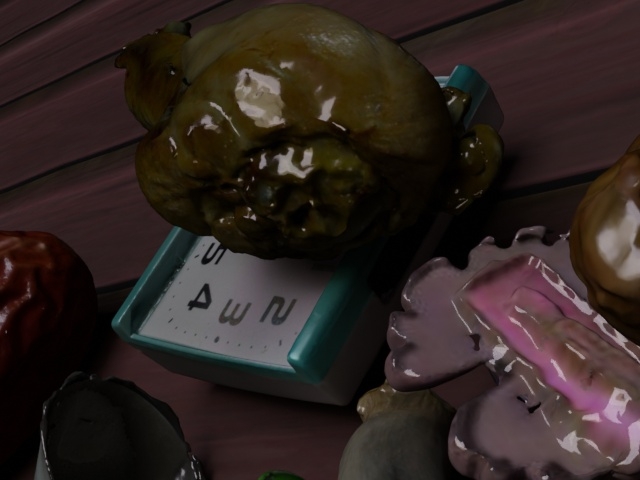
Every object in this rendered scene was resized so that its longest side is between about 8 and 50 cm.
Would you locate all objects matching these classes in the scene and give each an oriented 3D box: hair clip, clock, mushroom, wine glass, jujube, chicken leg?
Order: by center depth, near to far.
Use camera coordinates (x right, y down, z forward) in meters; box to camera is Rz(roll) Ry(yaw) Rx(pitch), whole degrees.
[{"bbox_3d":[0.160,0.084,0.541,0.173,0.069,0.300,-24,33,-20],"label":"hair clip"},{"bbox_3d":[0.058,0.162,0.565,0.096,0.099,0.278,-6,28,-9],"label":"mushroom"},{"bbox_3d":[-0.057,-0.097,0.794,0.201,0.153,0.429,-35,26,-12],"label":"chicken leg"},{"bbox_3d":[-0.211,0.213,0.796,0.232,0.156,0.156,-37,31,23],"label":"wine glass"},{"bbox_3d":[0.000,0.000,0.837,0.231,0.116,0.262,4,56,46],"label":"clock"},{"bbox_3d":[-0.313,0.105,1.017,0.174,0.174,0.250,2,45,51],"label":"jujube"}]

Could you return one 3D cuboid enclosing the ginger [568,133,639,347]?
[{"bbox_3d":[0.231,-0.050,0.535,0.321,0.172,0.165,-58,-5,-46],"label":"ginger"}]

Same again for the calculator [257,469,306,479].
[{"bbox_3d":[-0.013,0.217,0.539,0.032,0.146,0.235,-41,28,29],"label":"calculator"}]
